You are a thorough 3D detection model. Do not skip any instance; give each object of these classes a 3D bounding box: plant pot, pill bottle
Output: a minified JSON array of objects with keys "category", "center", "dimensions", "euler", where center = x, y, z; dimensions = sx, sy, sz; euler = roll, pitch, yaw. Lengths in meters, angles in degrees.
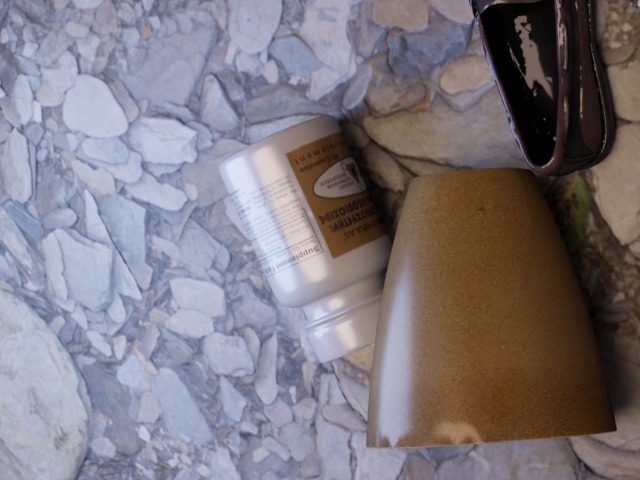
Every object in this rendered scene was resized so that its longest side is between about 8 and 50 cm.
[{"category":"plant pot","center":[0.154,0.063,1.844],"dimensions":[0.237,0.237,0.254],"euler":[-6,84,35]},{"category":"pill bottle","center":[0.000,0.000,1.962],"dimensions":[0.131,0.131,0.229],"euler":[-24,90,36]}]

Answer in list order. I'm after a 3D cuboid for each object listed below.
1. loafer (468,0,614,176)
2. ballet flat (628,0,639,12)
[{"category":"loafer","center":[0.194,-0.205,1.797],"dimensions":[0.109,0.095,0.302],"euler":[-14,95,35]},{"category":"ballet flat","center":[0.348,-0.188,1.720],"dimensions":[0.188,0.070,0.070],"euler":[34,119,21]}]
